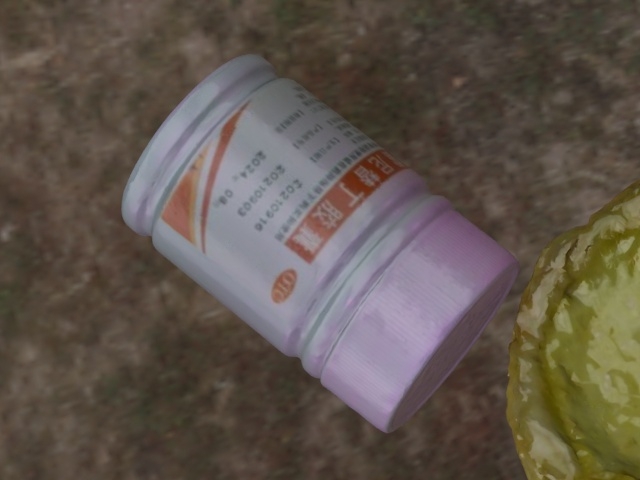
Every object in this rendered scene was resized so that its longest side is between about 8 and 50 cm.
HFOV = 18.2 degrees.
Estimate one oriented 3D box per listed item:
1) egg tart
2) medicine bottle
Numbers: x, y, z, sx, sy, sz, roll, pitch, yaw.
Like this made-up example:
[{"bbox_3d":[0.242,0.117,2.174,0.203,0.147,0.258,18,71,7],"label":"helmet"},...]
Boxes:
[{"bbox_3d":[0.246,0.074,1.084,0.294,0.294,0.123,12,147,33],"label":"egg tart"},{"bbox_3d":[0.000,0.000,1.791,0.316,0.202,0.202,38,119,11],"label":"medicine bottle"}]
